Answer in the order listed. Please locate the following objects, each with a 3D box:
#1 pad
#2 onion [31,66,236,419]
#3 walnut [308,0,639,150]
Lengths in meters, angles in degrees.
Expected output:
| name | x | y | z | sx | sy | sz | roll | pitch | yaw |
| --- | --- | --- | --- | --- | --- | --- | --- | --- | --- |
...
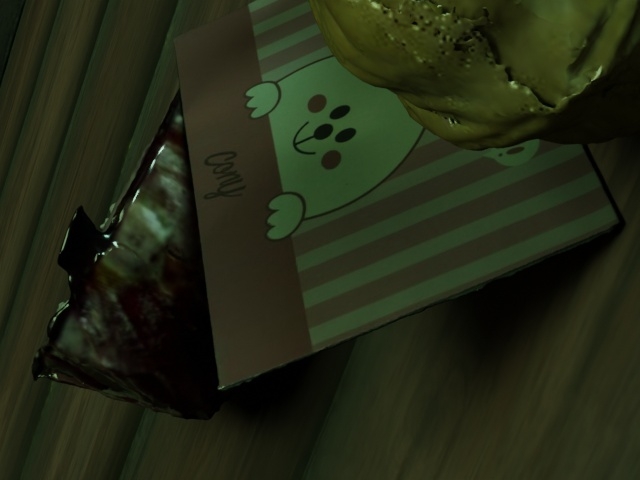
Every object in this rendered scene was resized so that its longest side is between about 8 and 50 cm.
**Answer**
| name | x | y | z | sx | sy | sz | roll | pitch | yaw |
| --- | --- | --- | --- | --- | --- | --- | --- | --- | --- |
| pad | 0.020 | -0.066 | 0.726 | 0.202 | 0.005 | 0.300 | -23 | 41 | 10 |
| onion | -0.079 | -0.002 | 0.934 | 0.280 | 0.146 | 0.314 | -59 | 1 | -12 |
| walnut | 0.080 | -0.147 | 0.559 | 0.198 | 0.198 | 0.245 | -49 | 36 | 48 |
